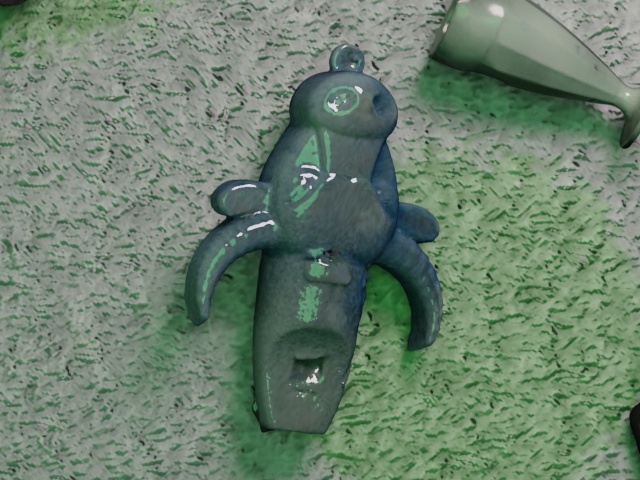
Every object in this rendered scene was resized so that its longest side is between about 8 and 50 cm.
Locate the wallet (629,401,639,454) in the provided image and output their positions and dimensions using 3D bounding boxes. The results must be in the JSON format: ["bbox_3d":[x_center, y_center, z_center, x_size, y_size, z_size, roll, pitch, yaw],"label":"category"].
[{"bbox_3d":[0.395,0.173,1.318,0.323,0.041,0.247,-18,90,-4],"label":"wallet"}]

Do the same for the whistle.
[{"bbox_3d":[0.000,0.000,1.283,0.180,0.093,0.269,6,89,-21],"label":"whistle"}]

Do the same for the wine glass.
[{"bbox_3d":[0.156,-0.123,1.304,0.155,0.073,0.073,28,88,-4],"label":"wine glass"}]

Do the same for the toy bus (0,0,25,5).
[{"bbox_3d":[-0.158,-0.299,1.265,0.127,0.147,0.302,42,89,-6],"label":"toy bus"}]
